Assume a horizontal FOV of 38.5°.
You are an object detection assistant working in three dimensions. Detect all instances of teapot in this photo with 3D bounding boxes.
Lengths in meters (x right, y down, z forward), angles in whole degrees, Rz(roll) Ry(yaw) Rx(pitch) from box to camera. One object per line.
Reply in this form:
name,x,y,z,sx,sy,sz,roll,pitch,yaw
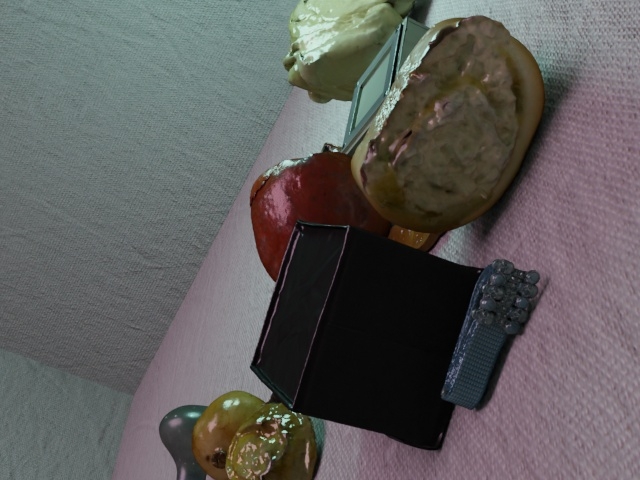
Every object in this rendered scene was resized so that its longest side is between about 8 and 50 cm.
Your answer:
teapot,-0.302,0.525,2.176,0.183,0.183,0.251,134,145,-56

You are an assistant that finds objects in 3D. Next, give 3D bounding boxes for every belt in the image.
belt,0.200,0.116,1.107,0.100,0.065,0.179,145,145,-81

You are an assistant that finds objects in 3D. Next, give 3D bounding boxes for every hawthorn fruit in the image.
hawthorn fruit,0.000,0.000,1.684,0.276,0.275,0.308,133,137,-56

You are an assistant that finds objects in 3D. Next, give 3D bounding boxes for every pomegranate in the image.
pomegranate,-0.173,0.398,1.835,0.196,0.196,0.196,-60,15,28

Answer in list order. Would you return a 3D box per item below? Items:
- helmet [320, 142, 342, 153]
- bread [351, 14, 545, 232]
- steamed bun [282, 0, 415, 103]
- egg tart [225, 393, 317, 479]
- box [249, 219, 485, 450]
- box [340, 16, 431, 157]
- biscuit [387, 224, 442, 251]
helmet,0.026,-0.100,1.983,0.224,0.130,0.199,-23,48,57
bread,0.187,-0.161,1.327,0.316,0.211,0.270,-57,7,7
steamed bun,0.082,-0.475,2.173,0.324,0.230,0.372,-6,49,31
egg tart,-0.100,0.391,1.648,0.232,0.098,0.252,-51,37,28
box,0.054,0.118,1.311,0.345,0.204,0.251,-174,101,-76
box,0.149,-0.280,1.824,0.225,0.117,0.225,-50,22,51
biscuit,0.161,-0.015,1.532,0.133,0.027,0.184,-91,26,-47
